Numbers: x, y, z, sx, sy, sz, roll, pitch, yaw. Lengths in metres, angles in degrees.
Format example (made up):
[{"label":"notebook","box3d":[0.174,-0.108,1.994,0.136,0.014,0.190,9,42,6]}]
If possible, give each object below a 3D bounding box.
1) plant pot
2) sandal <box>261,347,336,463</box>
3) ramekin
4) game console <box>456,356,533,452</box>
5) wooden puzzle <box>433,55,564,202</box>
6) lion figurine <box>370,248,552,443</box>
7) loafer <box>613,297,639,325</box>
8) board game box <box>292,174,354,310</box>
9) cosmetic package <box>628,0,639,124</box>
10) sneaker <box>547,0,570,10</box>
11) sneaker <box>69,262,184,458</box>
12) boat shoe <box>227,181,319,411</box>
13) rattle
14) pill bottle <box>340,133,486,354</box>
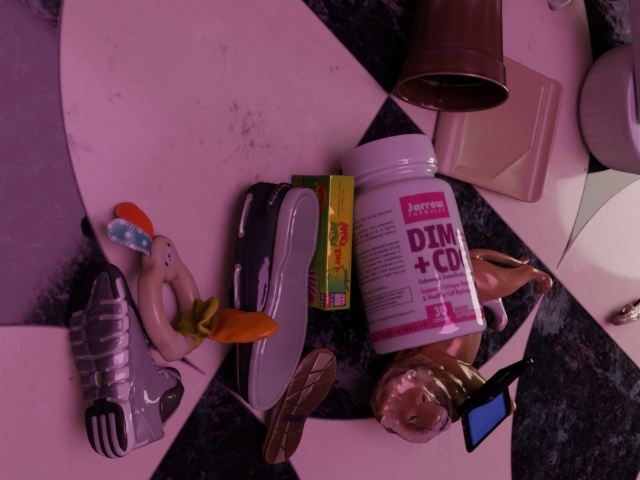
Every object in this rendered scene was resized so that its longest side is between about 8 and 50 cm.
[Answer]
[{"label":"plant pot","box3d":[0.201,-0.295,1.208,0.167,0.167,0.165,13,78,-35]},{"label":"sandal","box3d":[-0.040,0.229,1.146,0.072,0.049,0.180,20,97,-38]},{"label":"ramekin","box3d":[0.597,-0.245,1.501,0.273,0.127,0.272,-3,95,-35]},{"label":"game console","box3d":[0.260,0.238,1.174,0.122,0.107,0.071,-30,84,-40]},{"label":"wooden puzzle","box3d":[0.293,-0.192,1.348,0.239,0.044,0.220,13,87,-31]},{"label":"lion figurine","box3d":[0.217,0.145,1.283,0.240,0.142,0.392,31,62,-25]},{"label":"loafer","box3d":[0.614,0.140,1.604,0.125,0.045,0.039,-9,82,-41]},{"label":"board game box","box3d":[0.000,0.000,1.123,0.043,0.092,0.181,-1,95,-36]},{"label":"cosmetic package","box3d":[0.595,-0.317,1.365,0.117,0.086,0.230,-17,102,-32]},{"label":"sneaker","box3d":[0.273,-0.497,1.180,0.210,0.366,0.137,-57,158,17]},{"label":"sneaker","box3d":[-0.229,0.143,0.995,0.132,0.086,0.228,5,79,-59]},{"label":"boat shoe","box3d":[-0.074,0.072,1.082,0.114,0.091,0.302,13,89,-61]},{"label":"rattle","box3d":[-0.157,0.038,0.977,0.130,0.143,0.199,-22,100,-56]},{"label":"pill bottle","box3d":[0.122,0.006,1.134,0.160,0.160,0.282,-7,79,-35]}]
